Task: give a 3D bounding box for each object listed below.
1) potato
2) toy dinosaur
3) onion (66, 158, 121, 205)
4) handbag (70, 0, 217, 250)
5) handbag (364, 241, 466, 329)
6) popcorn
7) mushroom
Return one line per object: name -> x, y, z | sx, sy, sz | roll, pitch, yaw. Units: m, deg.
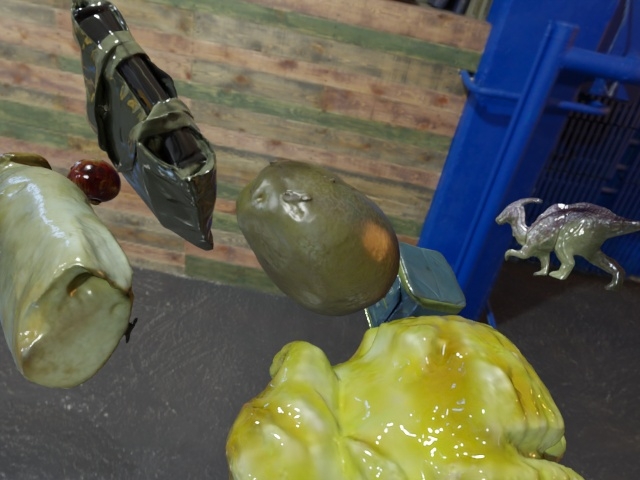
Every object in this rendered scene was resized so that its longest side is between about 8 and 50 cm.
potato -> 0.000, 0.000, 0.585 | 0.177, 0.235, 0.160 | -7, 52, 36
toy dinosaur -> 0.479, -0.002, 0.989 | 0.294, 0.162, 0.077 | 12, -2, 38
onion -> -0.528, -0.137, 1.164 | 0.117, 0.119, 0.118 | -5, 35, -27
handbag -> -0.245, -0.143, 0.697 | 0.109, 0.253, 0.316 | -32, 82, -24
handbag -> 0.262, 0.169, 1.457 | 0.222, 0.241, 0.263 | 10, 39, -25
popcorn -> 0.054, 0.179, 0.405 | 0.276, 0.276, 0.226 | -3, 48, -23
mushroom -> -0.223, 0.001, 0.402 | 0.081, 0.100, 0.312 | 15, 10, -42
